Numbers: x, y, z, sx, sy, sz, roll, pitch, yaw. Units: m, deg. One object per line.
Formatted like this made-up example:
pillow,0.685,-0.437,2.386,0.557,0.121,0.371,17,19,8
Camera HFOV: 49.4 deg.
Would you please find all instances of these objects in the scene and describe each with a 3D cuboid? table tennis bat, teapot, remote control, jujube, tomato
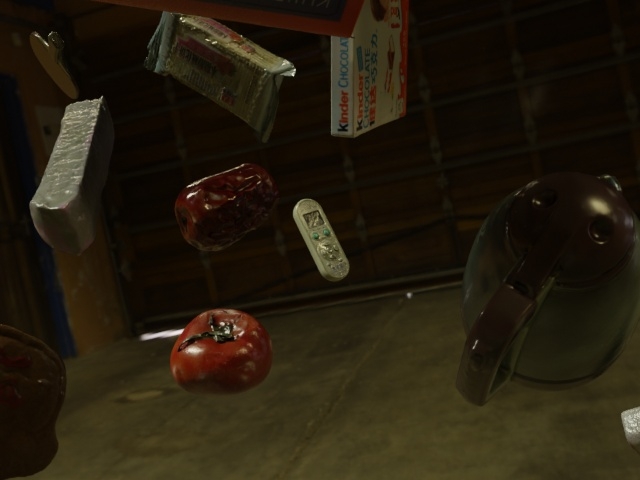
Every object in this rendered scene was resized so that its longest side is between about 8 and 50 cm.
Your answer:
table tennis bat,-0.554,-0.376,1.454,0.021,0.154,0.274,-41,12,-19
teapot,0.270,0.069,0.871,0.315,0.233,0.312,-50,-26,-15
remote control,0.000,0.000,1.720,0.078,0.221,0.042,-19,-14,-31
jujube,-0.194,-0.076,1.475,0.230,0.155,0.155,-32,11,-24
tomato,-0.181,0.219,1.286,0.187,0.151,0.187,3,30,-2

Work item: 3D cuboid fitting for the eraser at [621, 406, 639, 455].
eraser,0.639,0.280,1.084,0.174,0.094,0.270,31,-47,-31

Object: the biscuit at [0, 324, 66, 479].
biscuit,-0.538,0.251,1.071,0.273,0.257,0.049,6,-5,-18

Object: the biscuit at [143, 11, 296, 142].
biscuit,-0.197,-0.337,1.348,0.079,0.309,0.186,-51,-8,-52

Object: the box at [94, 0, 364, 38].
box,-0.127,-0.402,0.701,0.349,0.318,0.256,0,-44,-24

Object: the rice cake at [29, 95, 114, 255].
rice cake,-0.300,-0.095,0.864,0.064,0.070,0.399,-13,28,-6

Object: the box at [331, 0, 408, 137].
box,0.087,-0.325,1.150,0.048,0.273,0.265,9,21,24
